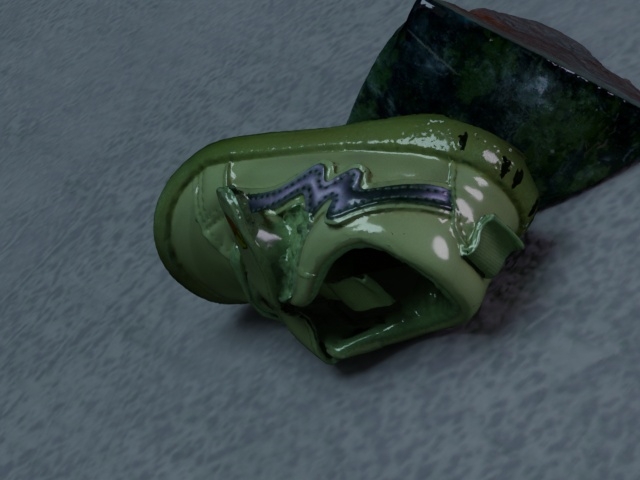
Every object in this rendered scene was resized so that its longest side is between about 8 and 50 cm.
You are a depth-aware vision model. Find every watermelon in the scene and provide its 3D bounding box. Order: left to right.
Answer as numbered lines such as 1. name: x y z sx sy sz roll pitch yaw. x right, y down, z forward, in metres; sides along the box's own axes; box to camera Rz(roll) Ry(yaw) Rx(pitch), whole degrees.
1. watermelon: 0.115 -0.066 1.009 0.202 0.136 0.207 -13 -22 -42

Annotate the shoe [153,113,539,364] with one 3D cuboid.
1. shoe: 0.001 -0.006 0.940 0.262 0.140 0.128 -11 33 31
